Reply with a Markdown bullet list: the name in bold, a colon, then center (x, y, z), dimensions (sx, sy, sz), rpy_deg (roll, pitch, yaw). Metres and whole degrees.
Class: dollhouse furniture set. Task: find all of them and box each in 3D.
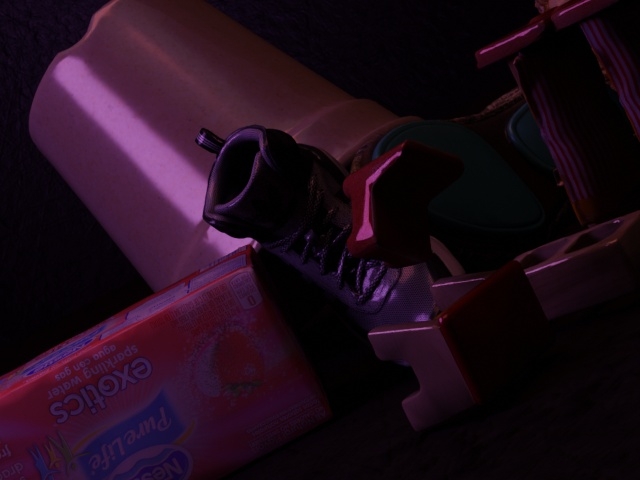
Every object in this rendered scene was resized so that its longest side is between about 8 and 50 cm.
- **dollhouse furniture set**: center (0.170, -0.049, 1.188), dimensions (0.152, 0.201, 0.374), rpy_deg (-23, 7, 41)

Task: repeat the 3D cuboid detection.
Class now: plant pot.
- **plant pot**: center (-0.111, -0.081, 1.657), dimensions (0.334, 0.305, 0.334), rpy_deg (-44, -15, -16)

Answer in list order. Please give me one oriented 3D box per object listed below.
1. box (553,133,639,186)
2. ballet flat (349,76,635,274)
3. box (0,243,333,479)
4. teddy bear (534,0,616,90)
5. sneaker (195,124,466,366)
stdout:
- **box**: center (0.315, -0.085, 1.437), dimensions (0.164, 0.021, 0.201), rpy_deg (-24, -9, 34)
- **ballet flat**: center (0.156, -0.044, 1.600), dimensions (0.483, 0.164, 0.182), rpy_deg (-28, -19, -51)
- **box**: center (-0.153, 0.138, 1.348), dimensions (0.300, 0.142, 0.154), rpy_deg (-28, 6, 0)
- **teddy bear**: center (0.373, -0.219, 1.742), dimensions (0.245, 0.113, 0.338), rpy_deg (28, 35, 25)
- **sneaker**: center (0.000, 0.000, 1.296), dimensions (0.153, 0.268, 0.101), rpy_deg (22, -73, -50)
